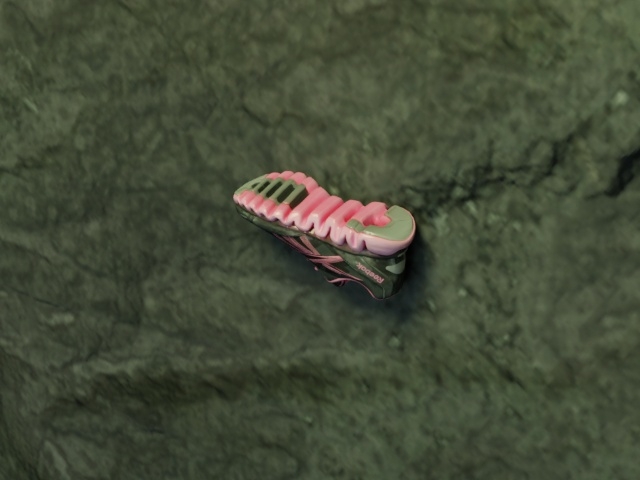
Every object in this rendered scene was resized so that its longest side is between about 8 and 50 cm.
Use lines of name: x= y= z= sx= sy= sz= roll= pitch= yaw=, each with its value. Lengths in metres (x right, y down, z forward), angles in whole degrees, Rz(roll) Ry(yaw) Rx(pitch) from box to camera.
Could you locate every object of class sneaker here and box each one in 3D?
sneaker: x=0.000 y=0.000 z=0.945 sx=0.119 sy=0.047 sz=0.057 roll=22 pitch=132 yaw=32
